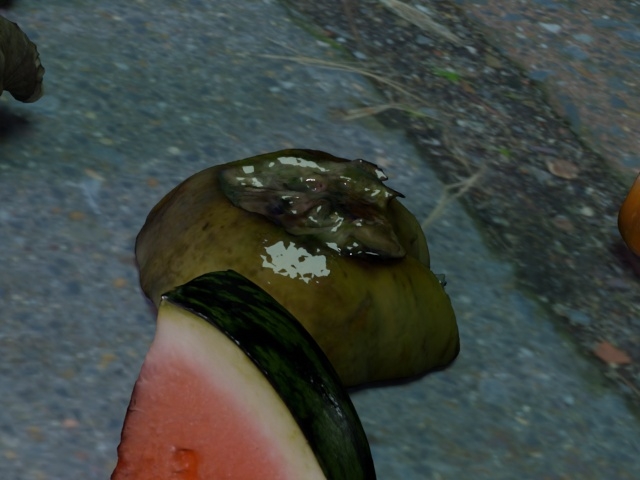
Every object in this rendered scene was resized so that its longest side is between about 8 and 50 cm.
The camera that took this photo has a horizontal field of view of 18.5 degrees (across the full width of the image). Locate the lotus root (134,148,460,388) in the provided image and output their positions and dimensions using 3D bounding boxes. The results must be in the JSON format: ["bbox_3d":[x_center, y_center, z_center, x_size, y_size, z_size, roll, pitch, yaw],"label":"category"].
[{"bbox_3d":[-0.003,0.001,1.115,0.203,0.078,0.183,-13,45,-45],"label":"lotus root"}]

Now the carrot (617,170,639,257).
[{"bbox_3d":[0.287,0.010,1.259,0.193,0.087,0.087,28,32,14],"label":"carrot"}]

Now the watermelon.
[{"bbox_3d":[-0.023,0.092,0.930,0.137,0.193,0.145,-17,13,30],"label":"watermelon"}]

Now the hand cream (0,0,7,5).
[{"bbox_3d":[-0.292,-0.221,1.300,0.203,0.084,0.084,18,30,5],"label":"hand cream"}]

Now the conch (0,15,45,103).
[{"bbox_3d":[-0.233,-0.115,1.111,0.155,0.130,0.207,48,24,18],"label":"conch"}]
